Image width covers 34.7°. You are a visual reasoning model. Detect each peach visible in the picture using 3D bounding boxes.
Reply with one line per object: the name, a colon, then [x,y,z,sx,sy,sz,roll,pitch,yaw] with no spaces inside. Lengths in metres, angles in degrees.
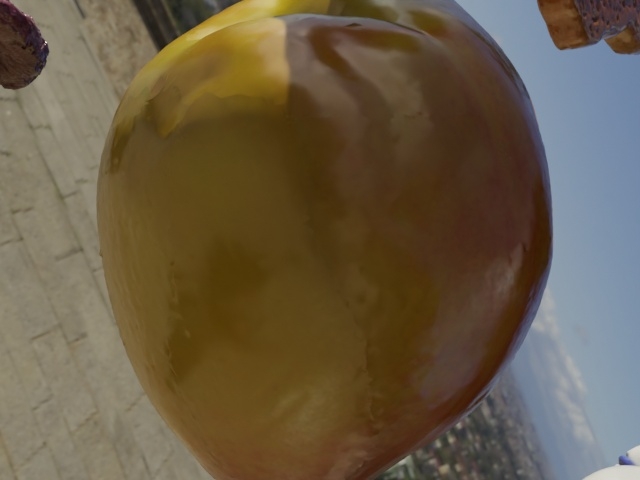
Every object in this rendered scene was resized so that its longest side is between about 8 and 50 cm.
peach: [0.001,-0.001,0.642,0.289,0.288,0.308,-94,175,-66]

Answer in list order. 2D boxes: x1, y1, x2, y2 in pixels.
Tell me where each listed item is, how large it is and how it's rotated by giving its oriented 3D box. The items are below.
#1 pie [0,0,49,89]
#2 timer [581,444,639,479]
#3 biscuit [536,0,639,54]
pie: [-0.416,-0.252,1.284,0.154,0.153,0.038,61,34,-40]
timer: [0.313,0.137,0.722,0.270,0.383,0.270,44,0,0]
biscuit: [0.244,-0.255,0.849,0.333,0.047,0.202,-15,103,-54]
